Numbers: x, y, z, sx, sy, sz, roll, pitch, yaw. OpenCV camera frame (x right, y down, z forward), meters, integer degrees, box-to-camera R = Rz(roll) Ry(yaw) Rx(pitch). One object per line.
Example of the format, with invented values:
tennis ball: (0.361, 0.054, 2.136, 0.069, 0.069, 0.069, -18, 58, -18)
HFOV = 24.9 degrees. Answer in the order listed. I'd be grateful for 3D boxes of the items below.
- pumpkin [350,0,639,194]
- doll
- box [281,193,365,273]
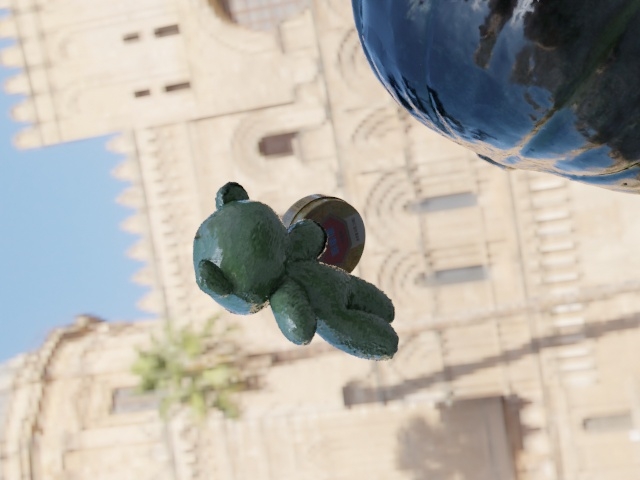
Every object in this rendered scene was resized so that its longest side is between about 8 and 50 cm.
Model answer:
pumpkin: (0.142, -0.134, 0.810, 0.250, 0.216, 0.250, 40, -170, -9)
doll: (-0.018, 0.034, 0.931, 0.150, 0.077, 0.115, 28, -143, -14)
box: (0.000, 0.000, 1.635, 0.106, 0.037, 0.105, -11, -69, -31)
